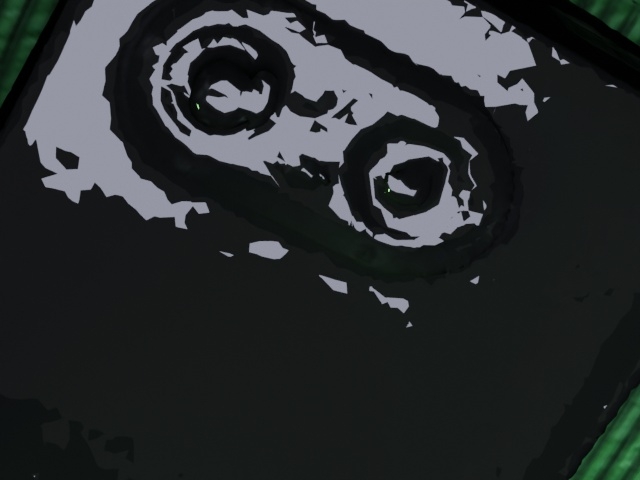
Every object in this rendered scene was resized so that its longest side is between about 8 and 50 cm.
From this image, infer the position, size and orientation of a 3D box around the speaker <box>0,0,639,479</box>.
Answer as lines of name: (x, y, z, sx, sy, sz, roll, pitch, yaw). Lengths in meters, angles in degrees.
speaker: (0.000, 0.000, 0.633, 0.254, 0.184, 0.232, 28, 107, -13)
